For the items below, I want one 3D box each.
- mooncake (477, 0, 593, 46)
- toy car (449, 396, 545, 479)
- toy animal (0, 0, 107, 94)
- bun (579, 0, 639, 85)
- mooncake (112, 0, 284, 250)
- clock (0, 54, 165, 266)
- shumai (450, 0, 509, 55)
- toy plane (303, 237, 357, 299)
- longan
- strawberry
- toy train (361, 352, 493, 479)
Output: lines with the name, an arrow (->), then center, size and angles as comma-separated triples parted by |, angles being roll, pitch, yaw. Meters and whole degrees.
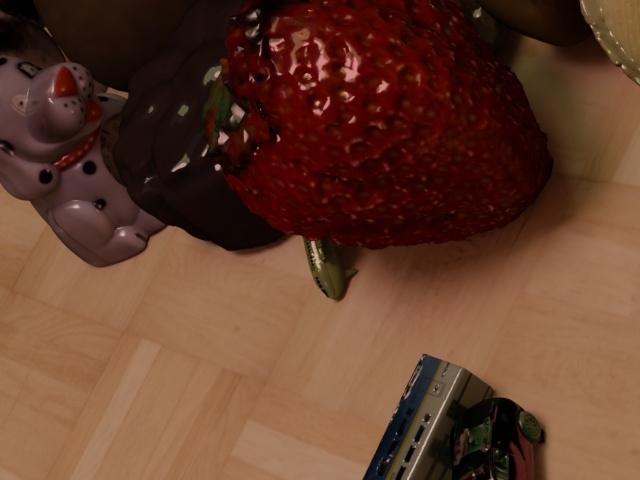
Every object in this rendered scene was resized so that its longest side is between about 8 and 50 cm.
mooncake -> 0.202, -0.288, 1.387 | 0.117, 0.235, 0.235 | 28, 84, 29
toy car -> 0.126, 0.182, 1.265 | 0.069, 0.055, 0.142 | -30, 42, 34
toy animal -> -0.370, -0.328, 1.999 | 0.194, 0.302, 0.344 | -10, 57, 40
bun -> 0.318, -0.224, 1.255 | 0.259, 0.152, 0.259 | 15, 111, 44
mooncake -> -0.079, -0.136, 1.667 | 0.283, 0.141, 0.283 | -27, 44, 29
clock -> -0.280, -0.109, 1.777 | 0.189, 0.254, 0.189 | -24, 46, 28
shumai -> 0.074, -0.235, 1.540 | 0.166, 0.175, 0.206 | -27, 48, 33
toy plane -> 0.000, 0.000, 1.537 | 0.040, 0.102, 0.111 | -25, 76, 1
longan -> -0.206, -0.305, 1.859 | 0.300, 0.243, 0.300 | -170, 90, -79
strawberry -> 0.049, -0.096, 1.403 | 0.250, 0.288, 0.238 | -68, 2, -55
toy train -> 0.058, 0.205, 1.326 | 0.051, 0.052, 0.234 | 15, 75, 47
